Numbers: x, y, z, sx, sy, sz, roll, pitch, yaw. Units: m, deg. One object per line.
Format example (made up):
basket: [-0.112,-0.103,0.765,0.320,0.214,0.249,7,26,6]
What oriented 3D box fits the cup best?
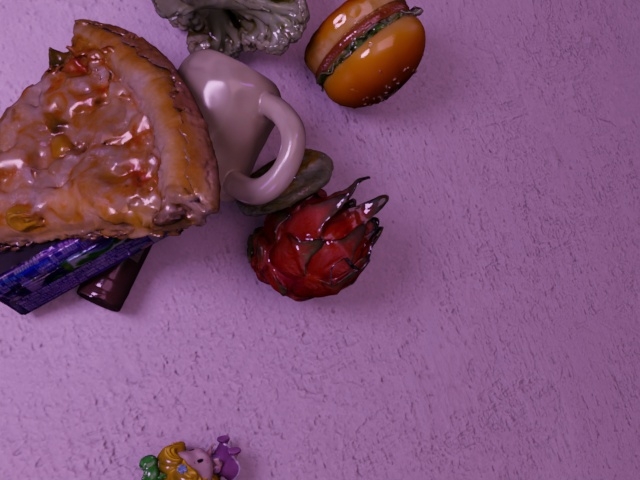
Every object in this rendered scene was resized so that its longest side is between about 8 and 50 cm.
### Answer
cup: [-0.150,-0.172,0.900,0.173,0.255,0.202,23,96,-35]

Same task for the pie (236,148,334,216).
pie: [-0.064,-0.103,1.001,0.187,0.186,0.041,-40,123,-27]

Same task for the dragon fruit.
dragon fruit: [0.000,0.000,0.994,0.274,0.192,0.193,-21,85,13]

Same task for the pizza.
pizza: [-0.332,-0.174,0.832,0.434,0.080,0.392,-3,62,10]

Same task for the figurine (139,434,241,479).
figurine: [-0.209,0.372,0.895,0.156,0.094,0.115,4,100,-45]

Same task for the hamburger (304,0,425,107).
hamburger: [0.099,-0.353,1.101,0.246,0.246,0.170,-33,88,-28]

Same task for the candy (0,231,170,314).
candy: [-0.319,-0.001,0.832,0.312,0.088,0.061,-28,55,-3]

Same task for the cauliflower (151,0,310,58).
cauliflower: [-0.184,-0.416,0.973,0.327,0.260,0.281,31,60,18]

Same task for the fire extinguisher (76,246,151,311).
fire extinguisher: [-0.313,-0.010,0.920,0.099,0.071,0.231,22,70,-7]
